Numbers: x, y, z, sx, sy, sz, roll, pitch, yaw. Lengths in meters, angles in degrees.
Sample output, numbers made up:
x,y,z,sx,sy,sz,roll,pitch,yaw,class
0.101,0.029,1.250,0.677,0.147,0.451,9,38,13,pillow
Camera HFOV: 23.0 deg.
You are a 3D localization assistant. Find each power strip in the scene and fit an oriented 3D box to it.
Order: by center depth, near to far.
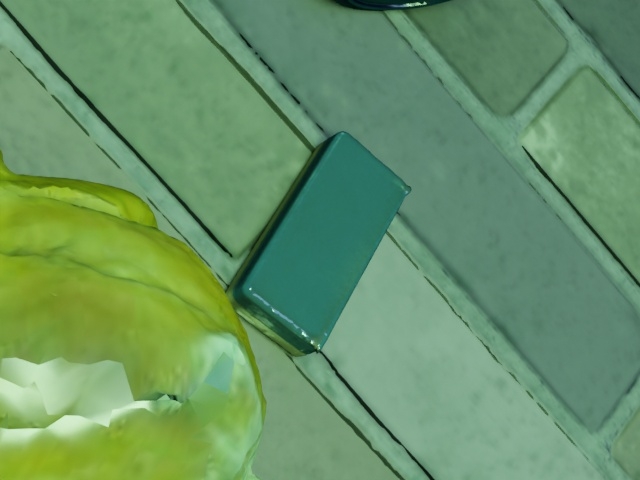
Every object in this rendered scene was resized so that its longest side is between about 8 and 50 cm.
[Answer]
x,y,z,sx,sy,sz,roll,pitch,yaw,class
0.000,0.000,0.861,0.056,0.032,0.123,39,61,-15,power strip

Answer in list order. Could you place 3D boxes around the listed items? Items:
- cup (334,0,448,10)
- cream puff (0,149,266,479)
x,y,z,sx,sy,sz,roll,pitch,yaw,class
0.032,-0.209,0.909,0.113,0.150,0.138,11,69,-63,cup
-0.178,0.119,0.601,0.378,0.275,0.378,-13,115,-29,cream puff
